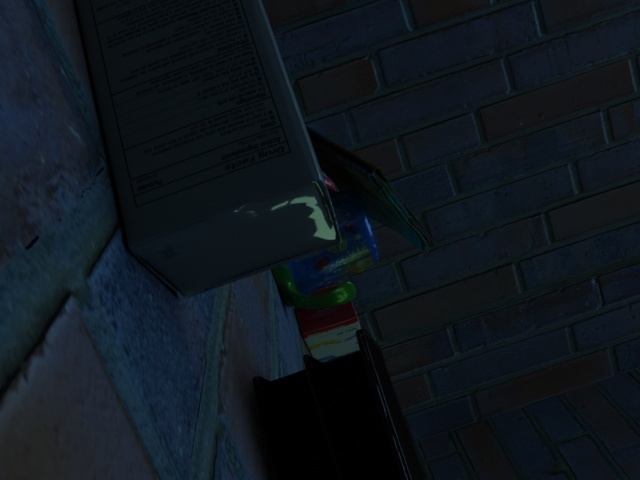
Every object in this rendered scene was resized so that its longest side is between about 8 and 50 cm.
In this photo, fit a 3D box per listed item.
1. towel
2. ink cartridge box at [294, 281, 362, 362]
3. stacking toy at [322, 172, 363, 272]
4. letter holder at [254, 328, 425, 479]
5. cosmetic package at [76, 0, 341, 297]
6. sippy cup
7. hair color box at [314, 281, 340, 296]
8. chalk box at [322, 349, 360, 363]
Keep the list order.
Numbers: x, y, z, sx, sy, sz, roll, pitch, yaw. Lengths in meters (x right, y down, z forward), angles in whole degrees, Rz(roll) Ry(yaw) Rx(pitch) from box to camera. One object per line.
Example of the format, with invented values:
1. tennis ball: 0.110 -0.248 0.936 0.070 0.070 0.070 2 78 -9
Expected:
1. towel: 0.090 -0.114 1.656 0.271 0.040 0.370 34 -6 35
2. ink cartridge box: 0.024 0.200 1.765 0.231 0.134 0.078 69 3 -54
3. stacking toy: 0.018 -0.029 1.798 0.175 0.166 0.302 33 14 -52
4. letter holder: 0.036 0.270 0.825 0.214 0.152 0.301 61 10 -74
5. cosmetic package: -0.099 -0.122 0.636 0.129 0.153 0.296 67 6 -66
6. sippy cup: 0.000 0.000 1.623 0.240 0.224 0.305 63 9 -80
7. hair color box: 0.006 0.143 2.000 0.185 0.110 0.338 -106 180 -65
8. chalk box: 0.054 0.315 1.504 0.213 0.132 0.132 -109 179 -66
